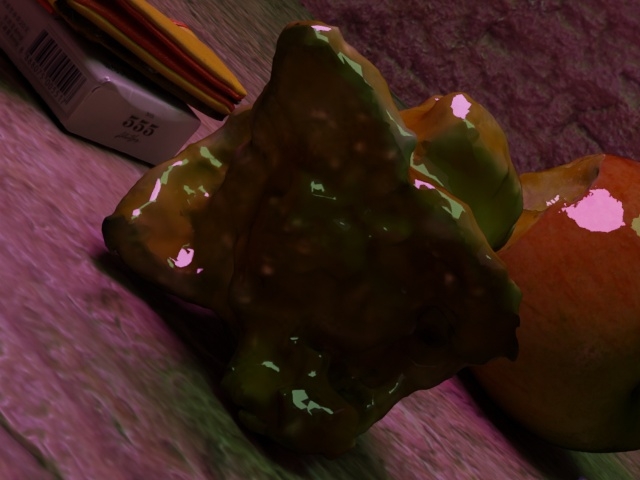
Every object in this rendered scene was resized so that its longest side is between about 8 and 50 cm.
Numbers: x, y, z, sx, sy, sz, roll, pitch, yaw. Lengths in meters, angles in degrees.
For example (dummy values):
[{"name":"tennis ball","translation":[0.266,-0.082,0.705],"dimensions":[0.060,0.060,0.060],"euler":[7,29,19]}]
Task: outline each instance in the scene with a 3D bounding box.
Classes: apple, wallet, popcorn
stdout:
[{"name":"apple","translation":[0.317,0.077,1.645],"dimensions":[0.339,0.339,0.339],"euler":[40,12,-10]},{"name":"wallet","translation":[-0.185,-0.208,1.362],"dimensions":[0.241,0.067,0.141],"euler":[35,10,-48]},{"name":"popcorn","translation":[0.000,-0.011,1.141],"dimensions":[0.290,0.326,0.321],"euler":[-57,143,-81]}]

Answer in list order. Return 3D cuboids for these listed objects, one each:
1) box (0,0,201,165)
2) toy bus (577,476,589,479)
[{"name":"box","translation":[-0.247,-0.193,1.410],"dimensions":[0.259,0.071,0.168],"euler":[50,15,27]},{"name":"toy bus","translation":[0.265,0.280,1.450],"dimensions":[0.061,0.051,0.153],"euler":[33,9,17]}]
